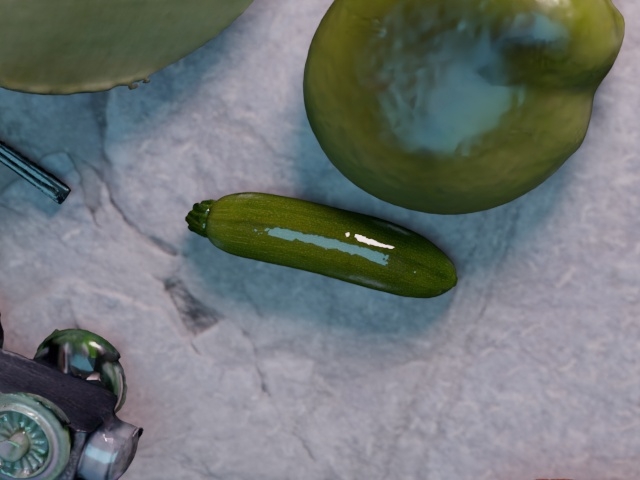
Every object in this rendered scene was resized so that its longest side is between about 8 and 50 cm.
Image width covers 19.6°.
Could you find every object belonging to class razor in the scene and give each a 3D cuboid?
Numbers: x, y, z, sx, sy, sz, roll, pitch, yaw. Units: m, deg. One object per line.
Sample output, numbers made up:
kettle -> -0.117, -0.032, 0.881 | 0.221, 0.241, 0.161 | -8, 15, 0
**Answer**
razor -> -0.317, -0.095, 1.746 | 0.190, 0.033, 0.066 | 36, 109, 1

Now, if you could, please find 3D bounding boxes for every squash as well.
squash -> 0.000, 0.000, 1.684 | 0.258, 0.069, 0.069 | 13, 106, 8

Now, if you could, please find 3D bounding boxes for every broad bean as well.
broad bean -> 0.124, -0.145, 1.595 | 0.291, 0.119, 0.238 | -24, 98, 17

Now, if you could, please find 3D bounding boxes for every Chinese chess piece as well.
Chinese chess piece -> -0.188, -0.278, 1.519 | 0.349, 0.349, 0.146 | -40, 58, 18

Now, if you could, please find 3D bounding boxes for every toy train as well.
toy train -> -0.331, 0.191, 1.756 | 0.307, 0.173, 0.249 | 22, 116, 6

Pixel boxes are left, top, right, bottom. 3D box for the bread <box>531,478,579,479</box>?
bread -> 0.257, 0.306, 1.677 | 0.244, 0.123, 0.190 | 3, 106, 12
